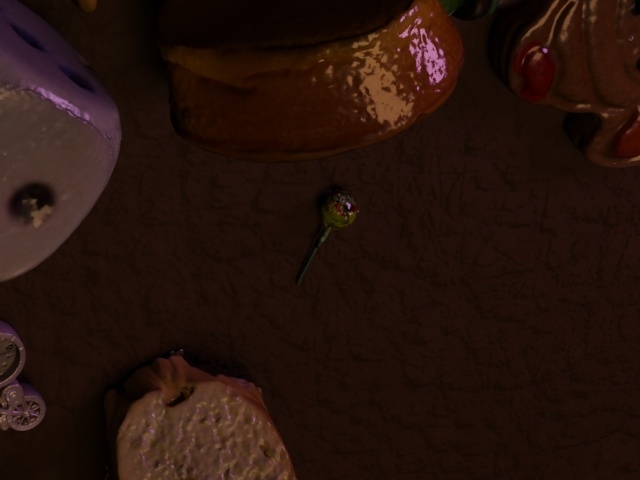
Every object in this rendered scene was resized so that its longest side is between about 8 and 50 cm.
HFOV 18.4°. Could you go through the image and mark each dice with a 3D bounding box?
[{"bbox_3d":[-0.290,-0.092,1.582,0.194,0.193,0.192,-49,133,10],"label":"dice"}]

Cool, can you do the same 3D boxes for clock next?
[{"bbox_3d":[-0.309,0.134,1.864,0.087,0.041,0.129,-32,130,-11],"label":"clock"}]

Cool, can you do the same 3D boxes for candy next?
[{"bbox_3d":[0.000,0.000,1.954,0.035,0.035,0.123,32,123,1],"label":"candy"}]

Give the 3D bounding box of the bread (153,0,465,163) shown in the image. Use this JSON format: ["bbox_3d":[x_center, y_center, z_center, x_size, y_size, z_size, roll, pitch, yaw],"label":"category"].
[{"bbox_3d":[-0.012,-0.155,1.668,0.270,0.195,0.142,0,129,25],"label":"bread"}]

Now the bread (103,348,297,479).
[{"bbox_3d":[-0.135,0.215,2.013,0.184,0.224,0.211,-12,89,-16],"label":"bread"}]

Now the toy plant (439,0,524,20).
[{"bbox_3d":[0.108,-0.238,1.773,0.162,0.093,0.092,-12,131,-20],"label":"toy plant"}]

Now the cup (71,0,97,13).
[{"bbox_3d":[-0.247,-0.289,1.397,0.178,0.256,0.255,-8,128,-26],"label":"cup"}]

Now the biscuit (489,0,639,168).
[{"bbox_3d":[0.344,-0.229,1.951,0.381,0.074,0.359,-25,133,-16],"label":"biscuit"}]
